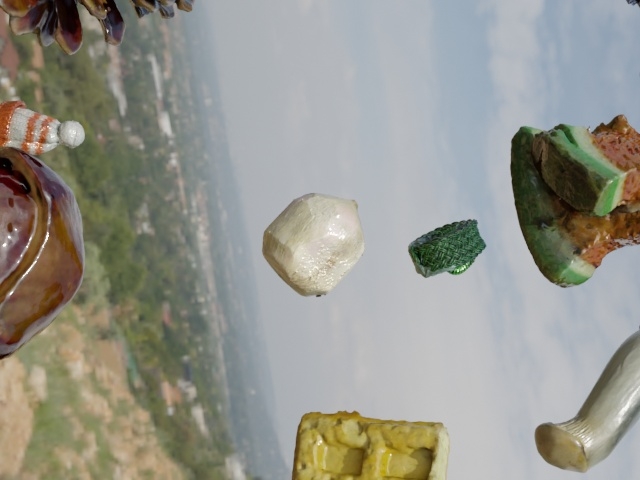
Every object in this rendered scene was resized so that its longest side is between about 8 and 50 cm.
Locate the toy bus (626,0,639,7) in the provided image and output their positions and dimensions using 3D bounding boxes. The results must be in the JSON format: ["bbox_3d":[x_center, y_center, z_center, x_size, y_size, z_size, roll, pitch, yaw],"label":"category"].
[{"bbox_3d":[0.460,-0.348,1.208,0.125,0.292,0.133,-39,-110,47],"label":"toy bus"}]

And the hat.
[{"bbox_3d":[-0.507,-0.195,1.871,0.094,0.162,0.112,105,-3,-56],"label":"hat"}]

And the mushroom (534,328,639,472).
[{"bbox_3d":[0.488,0.257,1.649,0.159,0.328,0.122,59,-16,-21],"label":"mushroom"}]

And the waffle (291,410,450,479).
[{"bbox_3d":[0.041,0.317,1.085,0.057,0.168,0.274,47,46,-55],"label":"waffle"}]

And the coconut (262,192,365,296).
[{"bbox_3d":[0.000,0.000,1.181,0.110,0.124,0.110,45,-10,10],"label":"coconut"}]

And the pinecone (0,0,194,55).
[{"bbox_3d":[-0.275,-0.442,1.381,0.384,0.384,0.384,171,-90,-86],"label":"pinecone"}]

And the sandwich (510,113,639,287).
[{"bbox_3d":[0.421,-0.073,1.484,0.162,0.301,0.250,23,60,-61],"label":"sandwich"}]

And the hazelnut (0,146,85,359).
[{"bbox_3d":[-0.310,0.021,0.965,0.160,0.170,0.202,51,53,-27],"label":"hazelnut"}]

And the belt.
[{"bbox_3d":[0.219,0.021,1.782,0.151,0.121,0.079,-27,98,-53],"label":"belt"}]
